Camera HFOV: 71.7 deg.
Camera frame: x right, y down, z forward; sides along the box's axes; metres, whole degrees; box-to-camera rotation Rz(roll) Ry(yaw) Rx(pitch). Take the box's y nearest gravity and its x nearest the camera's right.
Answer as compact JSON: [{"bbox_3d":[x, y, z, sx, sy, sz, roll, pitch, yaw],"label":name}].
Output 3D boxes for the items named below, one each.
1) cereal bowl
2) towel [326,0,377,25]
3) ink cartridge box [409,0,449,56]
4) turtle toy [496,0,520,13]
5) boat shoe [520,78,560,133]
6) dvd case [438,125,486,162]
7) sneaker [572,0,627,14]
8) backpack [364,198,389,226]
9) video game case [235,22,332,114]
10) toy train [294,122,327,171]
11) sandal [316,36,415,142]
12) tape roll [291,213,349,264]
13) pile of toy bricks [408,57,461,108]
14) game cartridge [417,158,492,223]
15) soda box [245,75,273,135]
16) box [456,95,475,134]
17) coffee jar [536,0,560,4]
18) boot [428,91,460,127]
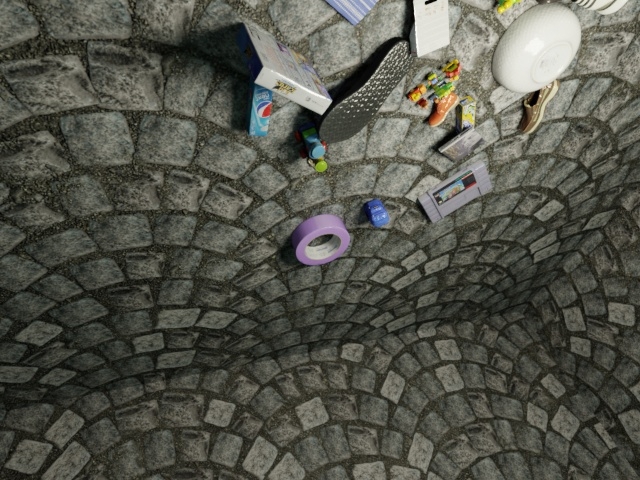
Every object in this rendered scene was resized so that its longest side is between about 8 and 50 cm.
[{"bbox_3d":[0.844,-0.711,1.694,0.339,0.141,0.338,-15,143,-12],"label":"cereal bowl"},{"bbox_3d":[0.139,-0.828,1.284,0.243,0.040,0.336,20,128,-44],"label":"towel"},{"bbox_3d":[0.363,-0.731,1.492,0.146,0.045,0.179,-28,126,-17],"label":"ink cartridge box"},{"bbox_3d":[0.645,-0.827,1.487,0.095,0.130,0.066,-31,100,4],"label":"turtle toy"},{"bbox_3d":[0.928,-0.590,1.935,0.095,0.095,0.257,4,131,-11],"label":"boat shoe"},{"bbox_3d":[0.633,-0.422,1.968,0.165,0.018,0.221,-34,157,27],"label":"dvd case"},{"bbox_3d":[0.998,-0.972,1.433,0.258,0.169,0.447,-5,142,-25],"label":"sneaker"},{"bbox_3d":[0.266,-0.129,2.112,0.098,0.120,0.101,-26,143,5],"label":"backpack"},{"bbox_3d":[-0.113,-0.515,1.332,0.245,0.269,0.061,13,131,-37],"label":"video game case"},{"bbox_3d":[-0.013,-0.318,1.722,0.105,0.143,0.248,-21,142,-3],"label":"toy train"},{"bbox_3d":[0.153,-0.534,1.602,0.446,0.107,0.168,-46,138,8],"label":"sandal"},{"bbox_3d":[0.000,0.000,2.158,0.275,0.090,0.274,-13,142,-11],"label":"tape roll"},{"bbox_3d":[0.454,-0.574,1.684,0.212,0.105,0.118,-36,141,16],"label":"pile of toy bricks"},{"bbox_3d":[0.685,-0.241,2.245,0.355,0.068,0.230,-32,146,12],"label":"game cartridge"},{"bbox_3d":[-0.209,-0.463,1.507,0.067,0.071,0.210,-6,139,-21],"label":"soda box"},{"bbox_3d":[0.612,-0.520,1.873,0.059,0.054,0.168,-22,142,-1],"label":"box"},{"bbox_3d":[0.799,-0.899,1.493,0.096,0.079,0.184,-16,142,-10],"label":"coffee jar"},{"bbox_3d":[0.481,-0.535,1.791,0.085,0.059,0.158,21,117,-38],"label":"boot"}]
